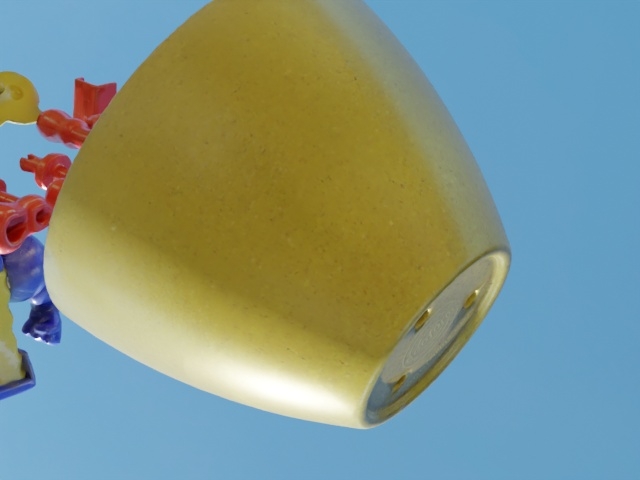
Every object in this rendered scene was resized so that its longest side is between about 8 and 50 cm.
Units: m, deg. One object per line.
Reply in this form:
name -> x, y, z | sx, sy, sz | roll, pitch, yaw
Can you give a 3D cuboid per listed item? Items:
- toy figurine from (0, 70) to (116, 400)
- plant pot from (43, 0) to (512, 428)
toy figurine -> -0.222, 0.052, 0.783 | 0.191, 0.363, 0.217 | 20, -63, 32
plant pot -> 0.000, 0.000, 0.423 | 0.095, 0.134, 0.134 | 39, -93, 20
